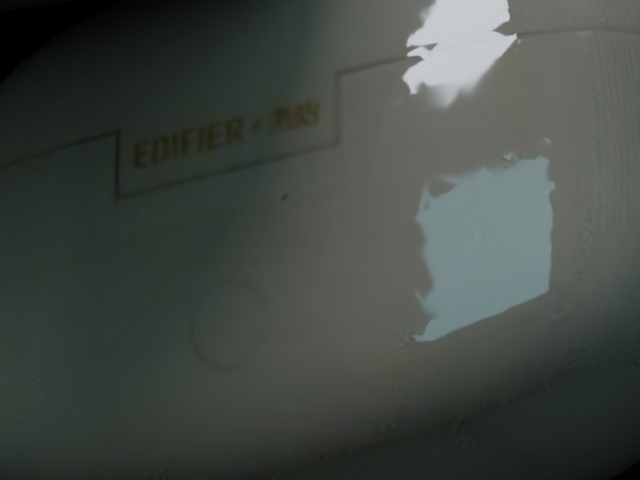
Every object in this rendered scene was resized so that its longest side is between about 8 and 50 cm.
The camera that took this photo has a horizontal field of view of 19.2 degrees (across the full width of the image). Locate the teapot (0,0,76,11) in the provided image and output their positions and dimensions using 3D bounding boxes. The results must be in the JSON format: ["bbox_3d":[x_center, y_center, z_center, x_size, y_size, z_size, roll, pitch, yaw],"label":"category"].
[{"bbox_3d":[-0.131,-0.213,0.493,0.233,0.315,0.312,-6,92,-8],"label":"teapot"}]

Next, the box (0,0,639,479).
[{"bbox_3d":[0.000,0.000,0.443,0.200,0.088,0.146,-13,65,25],"label":"box"}]
